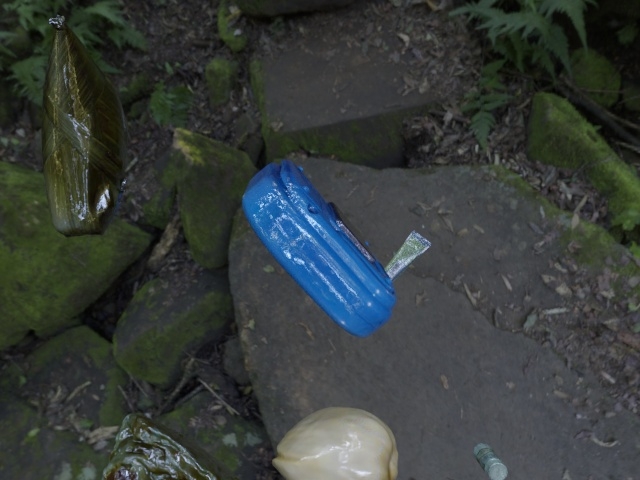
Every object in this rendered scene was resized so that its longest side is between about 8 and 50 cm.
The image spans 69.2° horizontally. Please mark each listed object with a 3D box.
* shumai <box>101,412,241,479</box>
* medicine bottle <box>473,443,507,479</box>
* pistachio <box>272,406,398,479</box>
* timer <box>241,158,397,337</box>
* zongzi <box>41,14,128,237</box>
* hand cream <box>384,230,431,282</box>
[{"bbox_3d":[-0.346,0.532,0.915,0.330,0.292,0.288,20,63,28],"label":"shumai"},{"bbox_3d":[0.389,0.510,1.066,0.047,0.083,0.047,0,96,-4],"label":"medicine bottle"},{"bbox_3d":[0.013,0.271,0.591,0.200,0.145,0.117,-20,52,55],"label":"pistachio"},{"bbox_3d":[0.000,0.000,0.814,0.115,0.309,0.340,-39,15,7],"label":"timer"},{"bbox_3d":[-0.326,-0.131,0.627,0.112,0.242,0.220,1,74,-16],"label":"zongzi"},{"bbox_3d":[0.294,0.076,1.679,0.086,0.055,0.235,41,90,27],"label":"hand cream"}]
